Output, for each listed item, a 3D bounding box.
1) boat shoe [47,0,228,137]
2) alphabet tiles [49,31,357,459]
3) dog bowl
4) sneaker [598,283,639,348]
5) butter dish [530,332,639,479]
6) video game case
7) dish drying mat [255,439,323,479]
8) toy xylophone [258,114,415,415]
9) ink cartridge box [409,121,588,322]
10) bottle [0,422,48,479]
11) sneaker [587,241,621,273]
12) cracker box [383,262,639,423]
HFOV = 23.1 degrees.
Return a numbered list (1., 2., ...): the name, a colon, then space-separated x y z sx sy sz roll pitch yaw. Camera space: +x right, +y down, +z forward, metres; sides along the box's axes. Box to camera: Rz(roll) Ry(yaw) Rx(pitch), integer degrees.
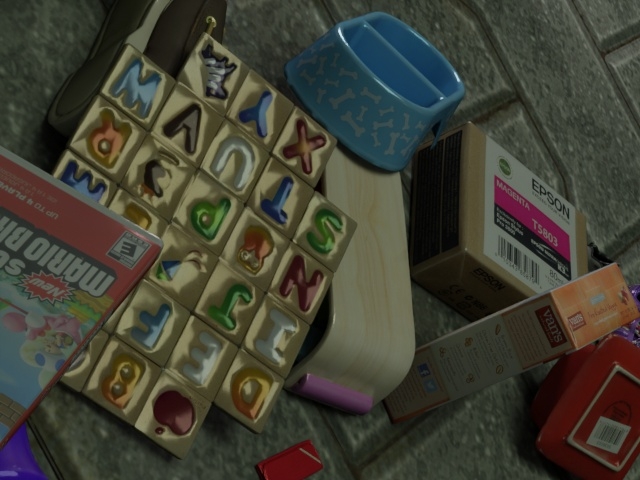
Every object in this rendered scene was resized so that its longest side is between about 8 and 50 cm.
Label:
1. boat shoe: -0.145 -0.186 1.467 0.097 0.116 0.324 46 42 -24
2. alphabet tiles: -0.111 0.001 1.361 0.285 0.011 0.343 38 63 -26
3. dog bowl: 0.068 -0.169 1.680 0.166 0.074 0.297 44 22 4
4. sneaker: 0.396 0.117 1.981 0.068 0.071 0.170 40 42 -28
5. butter dish: 0.304 0.181 1.790 0.160 0.160 0.118 32 1 -37
6. video game case: -0.266 0.033 1.160 0.204 0.025 0.285 30 41 4
7. dish drying mat: -0.028 0.209 1.442 0.083 0.008 0.032 -17 82 -54
8. toy xylophone: 0.000 0.000 1.550 0.236 0.081 0.323 32 45 -33
9. ink cartridge box: 0.211 0.005 1.808 0.234 0.088 0.193 34 45 -33
10. bottle: -0.231 0.243 1.092 0.118 0.092 0.283 14 57 -44
11. sneaker: 0.353 0.048 1.973 0.098 0.069 0.038 60 36 -3
12. cracker box: 0.188 0.105 1.587 0.155 0.232 0.067 -16 80 -54
